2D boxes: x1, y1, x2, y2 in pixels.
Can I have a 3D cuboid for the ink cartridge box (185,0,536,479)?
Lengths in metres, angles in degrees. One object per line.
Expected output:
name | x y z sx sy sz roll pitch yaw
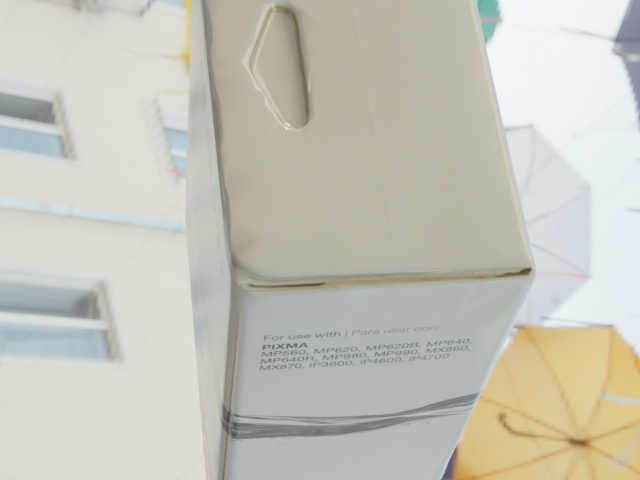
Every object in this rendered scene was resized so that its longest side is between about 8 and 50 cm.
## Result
ink cartridge box | 0.000 0.000 0.643 0.273 0.114 0.197 99 -15 -59
